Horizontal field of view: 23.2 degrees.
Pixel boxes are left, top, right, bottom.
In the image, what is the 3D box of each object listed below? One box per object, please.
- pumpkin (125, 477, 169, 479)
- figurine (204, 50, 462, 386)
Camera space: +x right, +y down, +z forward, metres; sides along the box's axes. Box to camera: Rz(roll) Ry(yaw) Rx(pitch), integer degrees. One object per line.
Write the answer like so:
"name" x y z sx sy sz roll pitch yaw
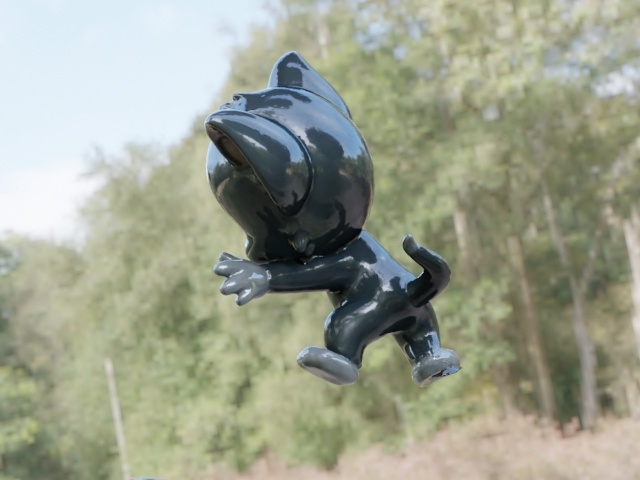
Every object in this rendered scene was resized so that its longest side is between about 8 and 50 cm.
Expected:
"pumpkin" -0.122 0.265 1.124 0.194 0.194 0.150 -16 15 45
"figurine" 0.005 0.000 1.133 0.140 0.265 0.193 -52 -11 30
